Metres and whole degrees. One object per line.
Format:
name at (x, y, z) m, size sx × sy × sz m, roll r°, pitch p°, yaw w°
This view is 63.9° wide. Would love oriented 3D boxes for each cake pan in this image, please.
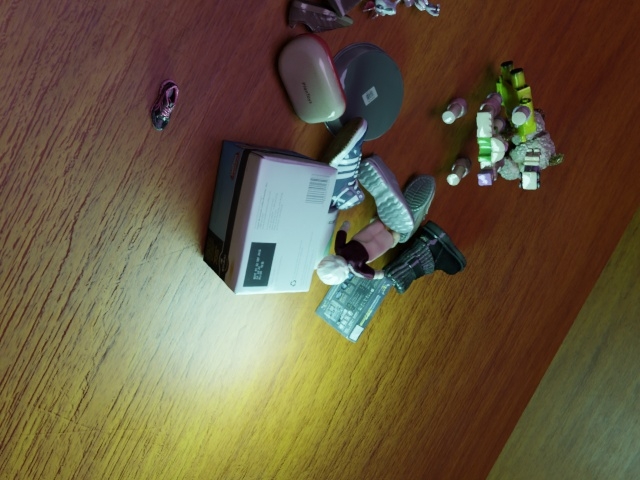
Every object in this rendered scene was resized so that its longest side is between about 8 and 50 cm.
cake pan at (0.132, -0.424, 1.506) m, size 0.293 × 0.054 × 0.293 m, roll -15°, pitch 118°, yaw -30°

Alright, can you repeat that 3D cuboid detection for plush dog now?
plush dog at (0.790, -0.380, 1.937) m, size 0.262 × 0.210 × 0.225 m, roll -31°, pitch 102°, yaw -21°

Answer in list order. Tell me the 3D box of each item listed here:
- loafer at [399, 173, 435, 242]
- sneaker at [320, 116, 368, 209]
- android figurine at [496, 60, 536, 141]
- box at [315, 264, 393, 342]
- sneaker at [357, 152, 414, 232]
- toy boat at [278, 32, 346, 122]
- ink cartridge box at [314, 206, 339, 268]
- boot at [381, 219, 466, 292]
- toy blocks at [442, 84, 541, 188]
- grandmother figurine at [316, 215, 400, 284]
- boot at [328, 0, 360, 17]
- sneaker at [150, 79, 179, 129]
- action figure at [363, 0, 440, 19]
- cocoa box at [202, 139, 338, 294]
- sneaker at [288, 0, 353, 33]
loafer at (0.323, -0.112, 1.773) m, size 0.087 × 0.094 × 0.251 m, roll -6°, pitch 125°, yaw -61°
sneaker at (0.088, -0.212, 1.492) m, size 0.153 × 0.099 × 0.282 m, roll 23°, pitch 116°, yaw -25°
android figurine at (0.675, -0.471, 1.769) m, size 0.056 × 0.248 × 0.273 m, roll -19°, pitch 126°, yaw 7°
box at (0.107, 0.187, 1.673) m, size 0.059 × 0.183 × 0.233 m, roll 34°, pitch 87°, yaw -41°
sneaker at (0.225, -0.153, 1.618) m, size 0.281 × 0.105 × 0.115 m, roll 58°, pitch 45°, yaw -17°
toy boat at (-0.008, -0.438, 1.363) m, size 0.151 × 0.151 × 0.231 m, roll -61°, pitch 139°, yaw -40°
ink cartridge box at (0.000, 0.000, 1.509) m, size 0.056 × 0.225 × 0.181 m, roll 15°, pitch 105°, yaw 4°
boot at (0.372, 0.099, 1.861) m, size 0.260 × 0.131 × 0.348 m, roll -49°, pitch 138°, yaw 0°
toy blocks at (0.597, -0.350, 1.733) m, size 0.260 × 0.308 × 0.289 m, roll -45°, pitch 132°, yaw -47°
grandmother figurine at (0.117, 0.040, 1.582) m, size 0.342 × 0.208 × 0.104 m, roll -30°, pitch 160°, yaw -43°
boot at (-0.001, -0.643, 1.263) m, size 0.248 × 0.090 × 0.207 m, roll -45°, pitch 113°, yaw -21°
sneaker at (-0.359, -0.313, 1.195) m, size 0.047 × 0.057 × 0.119 m, roll 10°, pitch 105°, yaw -40°
action figure at (0.255, -0.745, 1.365) m, size 0.370 × 0.248 × 0.276 m, roll -35°, pitch 95°, yaw 11°
cocoa box at (-0.142, -0.063, 1.350) m, size 0.231 × 0.228 × 0.347 m, roll 3°, pitch 108°, yaw -36°
sneaker at (-0.003, -0.578, 1.346) m, size 0.188 × 0.066 × 0.071 m, roll 1°, pitch 129°, yaw -33°
